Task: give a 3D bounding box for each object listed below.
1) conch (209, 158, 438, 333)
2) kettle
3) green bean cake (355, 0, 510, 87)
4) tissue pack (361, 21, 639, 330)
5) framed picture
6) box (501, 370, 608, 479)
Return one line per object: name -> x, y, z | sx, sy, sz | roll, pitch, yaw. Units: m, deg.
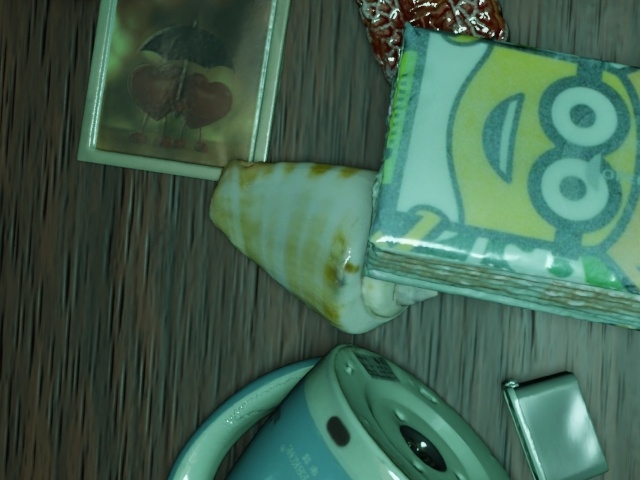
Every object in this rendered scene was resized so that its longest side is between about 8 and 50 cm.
conch -> -0.002, 0.003, 1.159 | 0.255, 0.127, 0.158 | 16, 108, 12
kettle -> -0.023, 0.278, 1.135 | 0.342, 0.247, 0.319 | -48, 50, 16
green bean cake -> 0.110, -0.228, 1.177 | 0.136, 0.056, 0.135 | -23, 86, 11
tissue pack -> 0.206, -0.055, 1.067 | 0.311, 0.128, 0.227 | 10, 69, 1
framed picture -> -0.139, -0.213, 1.250 | 0.211, 0.020, 0.289 | 9, 91, 11
box -> 0.228, 0.185, 1.138 | 0.069, 0.084, 0.122 | -19, 86, 2
